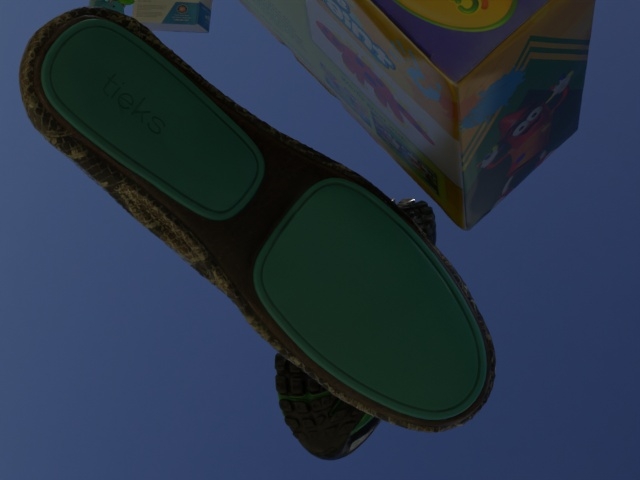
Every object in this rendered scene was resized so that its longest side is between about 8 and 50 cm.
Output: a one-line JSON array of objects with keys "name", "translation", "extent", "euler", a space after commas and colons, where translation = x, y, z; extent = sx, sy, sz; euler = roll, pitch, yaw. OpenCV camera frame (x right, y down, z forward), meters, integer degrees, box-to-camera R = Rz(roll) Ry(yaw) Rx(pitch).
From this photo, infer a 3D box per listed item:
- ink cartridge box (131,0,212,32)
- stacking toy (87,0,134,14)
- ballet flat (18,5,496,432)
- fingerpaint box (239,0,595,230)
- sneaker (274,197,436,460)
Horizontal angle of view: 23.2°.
[{"name": "ink cartridge box", "translation": [-0.178, -0.323, 1.930], "extent": [0.052, 0.088, 0.122], "euler": [18, 78, -73]}, {"name": "stacking toy", "translation": [-0.277, -0.250, 1.947], "extent": [0.167, 0.052, 0.221], "euler": [33, -76, 64]}, {"name": "ballet flat", "translation": [-0.055, -0.016, 1.348], "extent": [0.164, 0.483, 0.182], "euler": [-51, -177, -12]}, {"name": "fingerpaint box", "translation": [0.030, -0.263, 1.365], "extent": [0.445, 0.163, 0.371], "euler": [47, -7, 17]}, {"name": "sneaker", "translation": [0.059, 0.102, 1.550], "extent": [0.343, 0.134, 0.146], "euler": [-61, 142, -51]}]
